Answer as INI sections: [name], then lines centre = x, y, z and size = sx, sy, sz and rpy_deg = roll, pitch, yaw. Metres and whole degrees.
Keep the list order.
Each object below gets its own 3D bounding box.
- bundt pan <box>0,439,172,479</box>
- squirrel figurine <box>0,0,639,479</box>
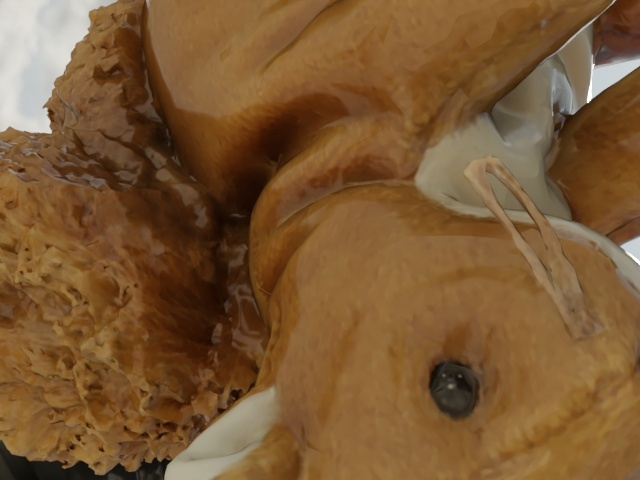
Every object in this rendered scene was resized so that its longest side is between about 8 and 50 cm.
[bundt pan]
centre = -0.182, 0.271, 1.064
size = 0.331, 0.330, 0.124
rpy_deg = 50, -19, 56
[squirrel figurine]
centre = 0.000, 0.000, 0.578
size = 0.397, 0.281, 0.371
rpy_deg = -20, -128, 28
